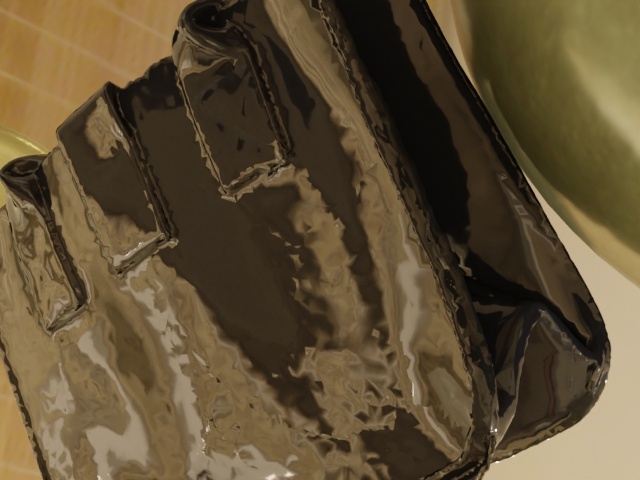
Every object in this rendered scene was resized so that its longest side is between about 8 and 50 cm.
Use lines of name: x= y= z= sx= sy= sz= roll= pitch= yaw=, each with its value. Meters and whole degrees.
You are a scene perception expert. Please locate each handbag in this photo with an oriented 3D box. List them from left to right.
handbag: x=-0.042 y=0.013 z=0.644 sx=0.325 sy=0.118 sz=0.269 roll=-31 pitch=-100 yaw=43

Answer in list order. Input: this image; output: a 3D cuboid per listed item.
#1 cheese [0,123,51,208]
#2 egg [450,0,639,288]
cheese: x=-0.243 y=-0.018 z=1.300 sx=0.054 sy=0.251 sz=0.127 roll=-87 pitch=-159 yaw=-69
egg: x=0.211 y=-0.080 z=0.559 sx=0.352 sy=0.258 sz=0.258 roll=36 pitch=-80 yaw=12
